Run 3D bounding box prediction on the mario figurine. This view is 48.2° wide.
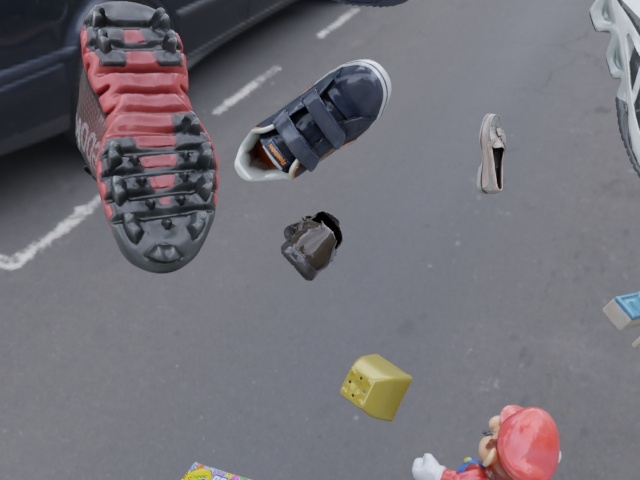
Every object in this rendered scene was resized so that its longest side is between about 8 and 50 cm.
[{"bbox_3d":[0.288,0.393,1.251,0.170,0.320,0.198,46,31,22],"label":"mario figurine"}]

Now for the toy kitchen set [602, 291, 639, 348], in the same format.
[{"bbox_3d":[0.652,0.146,1.273,0.122,0.166,0.207,-5,50,-36],"label":"toy kitchen set"}]

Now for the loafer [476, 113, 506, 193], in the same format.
[{"bbox_3d":[0.271,-0.134,1.103,0.045,0.125,0.039,3,3,-34],"label":"loafer"}]

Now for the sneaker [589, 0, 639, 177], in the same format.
[{"bbox_3d":[0.391,-0.170,0.738,0.122,0.330,0.146,-11,-10,-28],"label":"sneaker"}]

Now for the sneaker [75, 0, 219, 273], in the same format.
[{"bbox_3d":[-0.156,-0.077,0.627,0.098,0.135,0.276,-3,57,-25],"label":"sneaker"}]

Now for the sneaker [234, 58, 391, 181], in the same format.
[{"bbox_3d":[-0.020,-0.188,1.235,0.321,0.126,0.127,-31,10,38],"label":"sneaker"}]

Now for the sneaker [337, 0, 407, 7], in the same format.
[{"bbox_3d":[0.010,-0.419,0.986,0.319,0.131,0.112,7,57,-21],"label":"sneaker"}]

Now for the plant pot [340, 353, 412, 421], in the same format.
[{"bbox_3d":[0.078,0.230,1.121,0.081,0.081,0.083,30,9,36],"label":"plant pot"}]

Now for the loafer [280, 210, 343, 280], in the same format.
[{"bbox_3d":[0.000,0.000,0.996,0.078,0.080,0.220,-40,9,7],"label":"loafer"}]

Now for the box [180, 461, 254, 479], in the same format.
[{"bbox_3d":[-0.125,0.473,0.928,0.290,0.177,0.279,-6,36,50],"label":"box"}]
